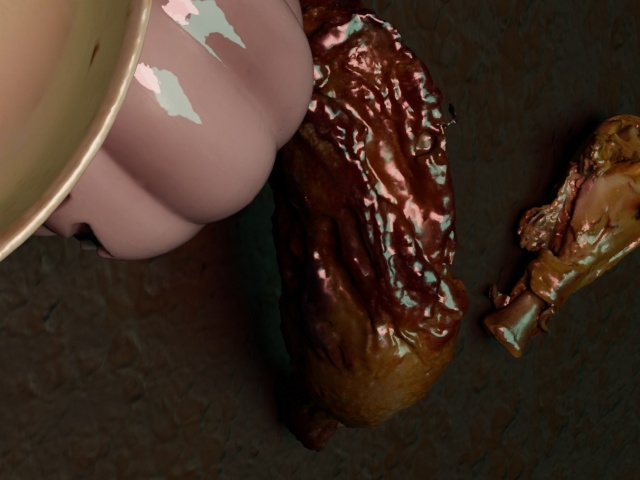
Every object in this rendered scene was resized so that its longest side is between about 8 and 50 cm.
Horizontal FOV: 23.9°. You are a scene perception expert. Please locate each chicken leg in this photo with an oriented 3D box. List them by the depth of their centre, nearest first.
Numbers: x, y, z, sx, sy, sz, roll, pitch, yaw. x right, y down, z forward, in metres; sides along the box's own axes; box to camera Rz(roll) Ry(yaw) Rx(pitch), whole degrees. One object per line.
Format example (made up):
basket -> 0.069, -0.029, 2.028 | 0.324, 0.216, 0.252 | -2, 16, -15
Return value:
chicken leg -> 0.006, 0.007, 0.828 | 0.083, 0.177, 0.322 | -19, 117, -22
chicken leg -> 0.190, -0.006, 1.097 | 0.207, 0.085, 0.101 | -51, 178, -15

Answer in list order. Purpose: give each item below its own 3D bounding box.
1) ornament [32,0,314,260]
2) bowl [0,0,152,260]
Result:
ornament -> -0.096, -0.085, 0.684 | 0.177, 0.177, 0.177 | -18, 115, -44
bowl -> -0.199, -0.094, 0.543 | 0.277, 0.145, 0.277 | 0, 87, -8
